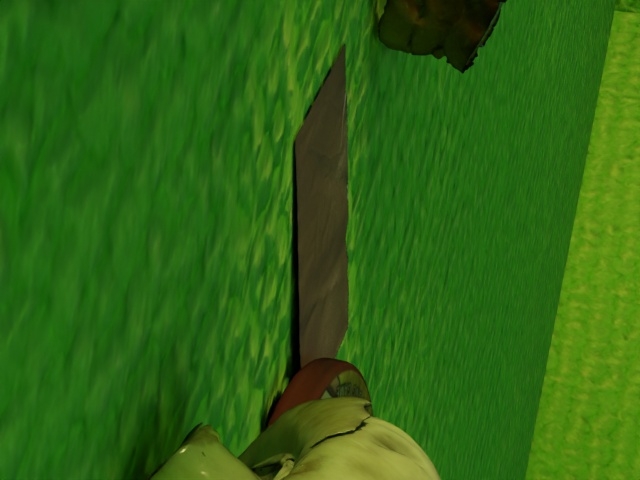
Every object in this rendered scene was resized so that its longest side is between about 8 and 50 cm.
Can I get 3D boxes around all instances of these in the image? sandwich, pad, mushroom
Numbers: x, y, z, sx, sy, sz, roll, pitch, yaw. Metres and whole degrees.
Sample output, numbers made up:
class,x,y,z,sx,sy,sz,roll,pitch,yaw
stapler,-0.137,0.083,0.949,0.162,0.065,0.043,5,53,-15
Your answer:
class,x,y,z,sx,sy,sz,roll,pitch,yaw
sandwich,0.110,-0.209,1.156,0.186,0.065,0.214,-65,177,28
pad,0.000,0.000,1.032,0.113,0.006,0.188,-64,157,-55
mushroom,-0.022,0.129,0.745,0.154,0.122,0.154,-47,-170,11

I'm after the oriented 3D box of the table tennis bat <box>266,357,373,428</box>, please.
class,x,y,z,sx,sy,sz,roll,pitch,yaw
table tennis bat,-0.016,0.215,1.026,0.200,0.038,0.310,-17,113,-71
